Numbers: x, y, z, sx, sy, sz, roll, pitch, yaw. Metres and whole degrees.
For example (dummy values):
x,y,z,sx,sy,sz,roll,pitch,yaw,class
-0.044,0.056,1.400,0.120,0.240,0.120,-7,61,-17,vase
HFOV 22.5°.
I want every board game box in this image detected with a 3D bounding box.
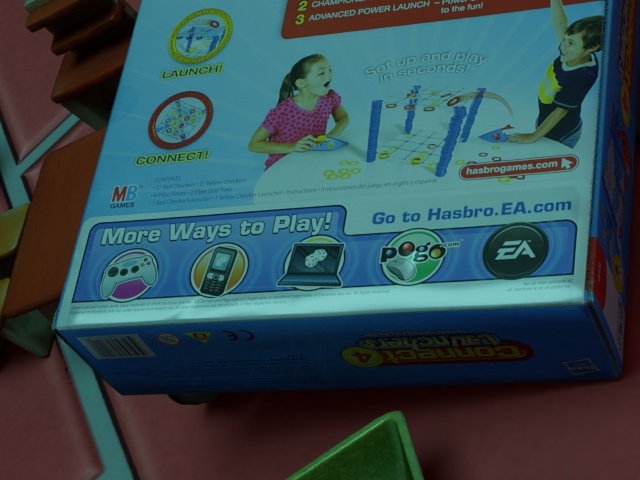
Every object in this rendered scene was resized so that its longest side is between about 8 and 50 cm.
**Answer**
x,y,z,sx,sy,sz,roll,pitch,yaw,class
0.027,-0.066,0.940,0.308,0.086,0.302,-4,57,23,board game box

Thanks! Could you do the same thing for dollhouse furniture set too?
x,y,z,sx,sy,sz,roll,pitch,yaw,class
-0.175,-0.057,1.176,0.262,0.135,0.259,-21,44,31,dollhouse furniture set

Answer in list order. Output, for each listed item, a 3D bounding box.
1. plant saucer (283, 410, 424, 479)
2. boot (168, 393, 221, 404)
x,y,z,sx,sy,sz,roll,pitch,yaw,class
-0.001,0.210,0.835,0.188,0.045,0.188,-35,38,16,plant saucer
0.000,0.000,1.002,0.161,0.083,0.246,12,67,43,boot
